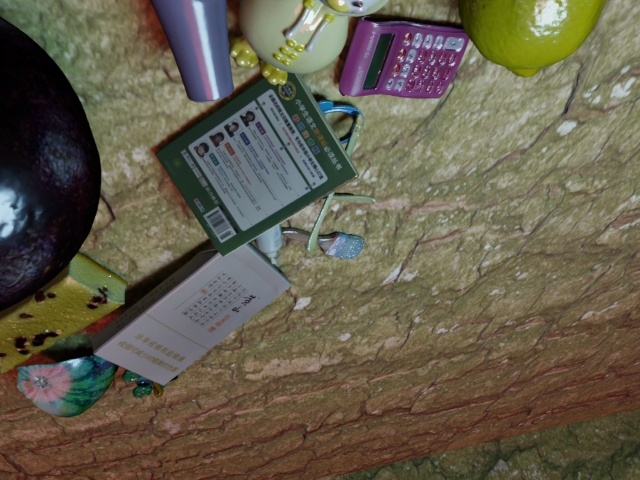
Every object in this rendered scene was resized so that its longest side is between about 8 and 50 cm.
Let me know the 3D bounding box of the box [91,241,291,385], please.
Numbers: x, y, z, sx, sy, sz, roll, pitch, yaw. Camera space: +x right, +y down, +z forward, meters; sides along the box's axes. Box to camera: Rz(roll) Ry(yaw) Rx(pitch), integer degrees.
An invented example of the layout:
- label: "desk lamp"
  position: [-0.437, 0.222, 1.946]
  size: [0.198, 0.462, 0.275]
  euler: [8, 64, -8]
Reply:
- label: "box"
  position: [-0.257, 0.145, 1.121]
  size: [0.365, 0.051, 0.204]
  euler: [-38, 136, 5]

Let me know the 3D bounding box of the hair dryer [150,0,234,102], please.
- label: "hair dryer"
  position: [-0.056, -0.276, 0.554]
  size: [0.361, 0.121, 0.301]
  euler: [18, 134, 30]

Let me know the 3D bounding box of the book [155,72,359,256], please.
- label: "book"
  position: [-0.102, -0.119, 0.851]
  size: [0.264, 0.027, 0.202]
  euler: [-30, 96, 17]

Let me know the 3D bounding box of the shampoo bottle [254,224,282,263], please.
- label: "shampoo bottle"
  position: [-0.101, -0.015, 1.042]
  size: [0.056, 0.056, 0.195]
  euler: [-11, 139, -5]

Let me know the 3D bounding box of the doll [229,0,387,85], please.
- label: "doll"
  position: [-0.010, -0.278, 0.650]
  size: [0.141, 0.117, 0.296]
  euler: [28, 163, -25]

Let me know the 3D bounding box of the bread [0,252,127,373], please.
- label: "bread"
  position: [-0.565, 0.153, 1.078]
  size: [0.361, 0.077, 0.138]
  euler: [-29, 138, 17]

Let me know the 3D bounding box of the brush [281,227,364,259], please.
- label: "brush"
  position: [0.000, 0.000, 1.122]
  size: [0.196, 0.021, 0.070]
  euler: [15, 132, -28]

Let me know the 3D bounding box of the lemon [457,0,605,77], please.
- label: "lemon"
  position: [0.271, -0.331, 0.697]
  size: [0.184, 0.184, 0.248]
  euler: [-7, 128, -10]

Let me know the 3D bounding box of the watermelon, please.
- label: "watermelon"
  position: [-0.533, 0.304, 1.212]
  size: [0.146, 0.128, 0.231]
  euler: [-30, 164, 7]

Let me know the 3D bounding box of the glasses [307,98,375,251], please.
- label: "glasses"
  position: [-0.011, -0.098, 0.911]
  size: [0.239, 0.207, 0.102]
  euler: [-26, 180, 15]

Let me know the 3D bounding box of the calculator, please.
- label: "calculator"
  position: [0.127, -0.275, 0.832]
  size: [0.190, 0.034, 0.127]
  euler: [-3, 138, -22]

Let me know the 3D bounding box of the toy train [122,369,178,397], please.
- label: "toy train"
  position: [-0.390, 0.285, 1.278]
  size: [0.136, 0.091, 0.228]
  euler: [-19, 141, -11]

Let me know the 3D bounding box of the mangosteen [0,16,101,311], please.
- label: "mangosteen"
  position: [-0.437, -0.094, 0.566]
  size: [0.382, 0.382, 0.435]
  euler: [-5, 175, -11]
